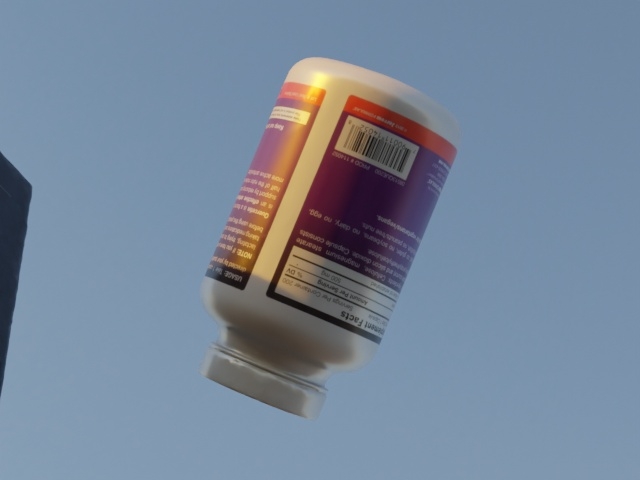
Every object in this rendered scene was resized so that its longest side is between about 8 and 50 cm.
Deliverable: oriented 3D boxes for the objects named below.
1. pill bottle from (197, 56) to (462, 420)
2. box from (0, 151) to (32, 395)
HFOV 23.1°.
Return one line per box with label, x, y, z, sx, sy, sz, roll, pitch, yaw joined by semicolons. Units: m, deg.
pill bottle;0.000;0.000;1.499;0.181;0.323;0.181;22;-3;1
box;-0.514;0.006;1.313;0.297;0.471;0.480;-24;-52;19
